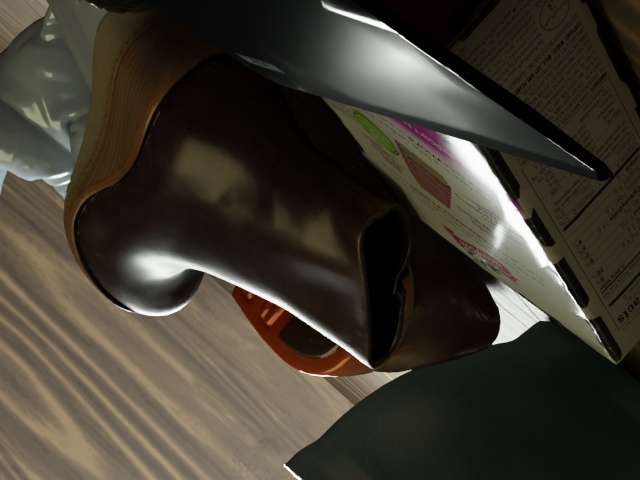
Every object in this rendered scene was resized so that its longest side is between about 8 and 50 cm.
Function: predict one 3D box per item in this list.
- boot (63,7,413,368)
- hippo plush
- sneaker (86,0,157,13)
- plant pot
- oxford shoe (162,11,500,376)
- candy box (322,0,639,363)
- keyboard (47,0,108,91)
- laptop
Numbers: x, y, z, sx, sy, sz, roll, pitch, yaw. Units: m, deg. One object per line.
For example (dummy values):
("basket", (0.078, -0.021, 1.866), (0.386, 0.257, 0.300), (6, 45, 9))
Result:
("boot", (-0.045, 0.008, 0.996), (0.207, 0.090, 0.248), (41, 150, 26))
("hippo plush", (-0.257, -0.075, 1.555), (0.294, 0.236, 0.234), (63, -169, -77))
("sneaker", (-0.124, -0.223, 0.857), (0.129, 0.111, 0.297), (60, -177, 40))
("plant pot", (0.148, 0.180, 1.247), (0.293, 0.196, 0.293), (43, 174, 6))
("oxford shoe", (-0.019, -0.042, 1.167), (0.132, 0.130, 0.364), (7, -144, -39))
("candy box", (0.061, -0.063, 0.785), (0.159, 0.071, 0.233), (39, 171, 39))
("keyboard", (-0.166, -0.168, 1.275), (0.256, 0.014, 0.072), (-121, 37, -49))
("laptop", (-0.026, -0.157, 0.603), (0.234, 0.136, 0.264), (23, 119, 57))
